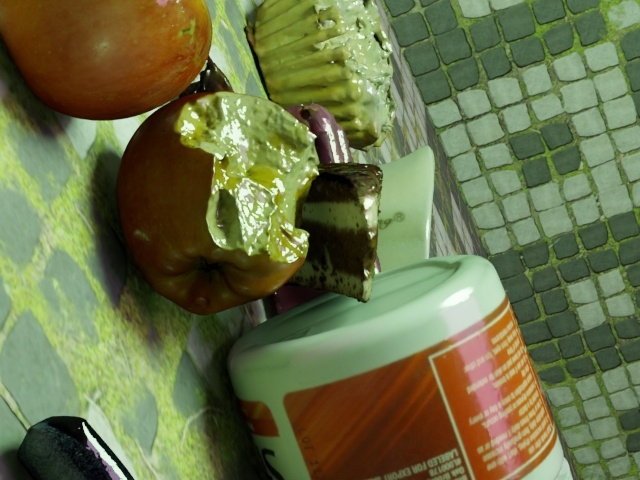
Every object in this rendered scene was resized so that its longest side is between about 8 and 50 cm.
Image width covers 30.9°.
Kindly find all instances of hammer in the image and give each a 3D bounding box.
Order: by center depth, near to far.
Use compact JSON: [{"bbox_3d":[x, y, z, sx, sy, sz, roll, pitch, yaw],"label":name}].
[{"bbox_3d":[-0.083,0.224,0.665,0.289,0.137,0.037,55,15,-4],"label":"hammer"}]

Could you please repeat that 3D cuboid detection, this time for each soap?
[{"bbox_3d":[0.000,0.000,1.251,0.182,0.112,0.289,20,51,-72],"label":"soap"}]

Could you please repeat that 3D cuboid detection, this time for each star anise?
[{"bbox_3d":[-0.091,-0.082,1.067,0.212,0.054,0.157,-127,-146,-54],"label":"star anise"}]

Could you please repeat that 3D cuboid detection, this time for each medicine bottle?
[{"bbox_3d":[0.071,0.161,1.011,0.252,0.253,0.240,-41,110,-75],"label":"medicine bottle"}]

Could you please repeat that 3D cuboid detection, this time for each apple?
[{"bbox_3d":[-0.157,-0.165,0.833,0.163,0.139,0.163,63,3,-6],"label":"apple"},{"bbox_3d":[-0.084,-0.026,0.906,0.156,0.147,0.158,55,43,-37],"label":"apple"}]

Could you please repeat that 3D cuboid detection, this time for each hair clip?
[{"bbox_3d":[0.058,0.012,1.401,0.113,0.173,0.282,54,32,-73],"label":"hair clip"}]

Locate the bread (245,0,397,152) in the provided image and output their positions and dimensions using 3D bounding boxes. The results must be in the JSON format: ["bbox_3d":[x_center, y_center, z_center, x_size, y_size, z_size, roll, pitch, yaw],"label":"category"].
[{"bbox_3d":[0.013,-0.241,1.559,0.274,0.149,0.274,-13,90,-74],"label":"bread"}]

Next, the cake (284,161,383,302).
[{"bbox_3d":[0.035,-0.015,1.035,0.246,0.135,0.112,4,-80,64],"label":"cake"}]
